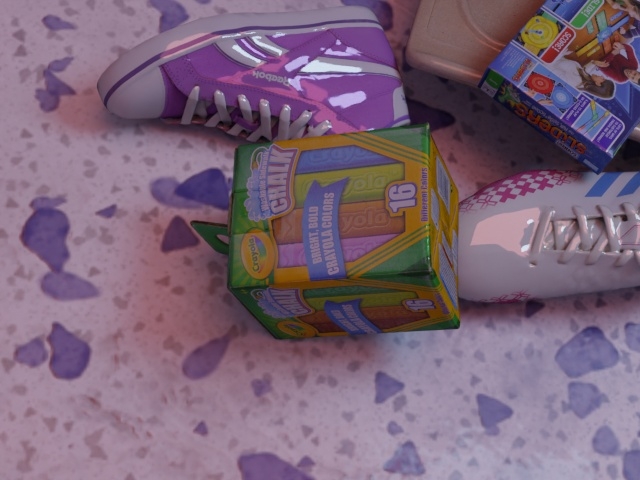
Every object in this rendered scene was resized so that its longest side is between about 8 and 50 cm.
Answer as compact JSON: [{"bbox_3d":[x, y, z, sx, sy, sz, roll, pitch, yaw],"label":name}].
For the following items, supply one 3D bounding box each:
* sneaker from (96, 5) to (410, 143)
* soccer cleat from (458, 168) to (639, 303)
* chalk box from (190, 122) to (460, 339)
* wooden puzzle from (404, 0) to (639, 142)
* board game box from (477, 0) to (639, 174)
[{"bbox_3d":[-0.048,-0.117,0.982,0.282,0.102,0.161,-13,74,-19],"label":"sneaker"},{"bbox_3d":[0.263,-0.011,0.973,0.331,0.143,0.116,-10,98,-18],"label":"soccer cleat"},{"bbox_3d":[0.000,0.000,0.905,0.213,0.132,0.132,-6,66,16],"label":"chalk box"},{"bbox_3d":[0.268,-0.249,1.106,0.322,0.080,0.348,18,63,-2],"label":"wooden puzzle"},{"bbox_3d":[0.256,-0.172,1.002,0.136,0.035,0.201,38,65,8],"label":"board game box"}]
